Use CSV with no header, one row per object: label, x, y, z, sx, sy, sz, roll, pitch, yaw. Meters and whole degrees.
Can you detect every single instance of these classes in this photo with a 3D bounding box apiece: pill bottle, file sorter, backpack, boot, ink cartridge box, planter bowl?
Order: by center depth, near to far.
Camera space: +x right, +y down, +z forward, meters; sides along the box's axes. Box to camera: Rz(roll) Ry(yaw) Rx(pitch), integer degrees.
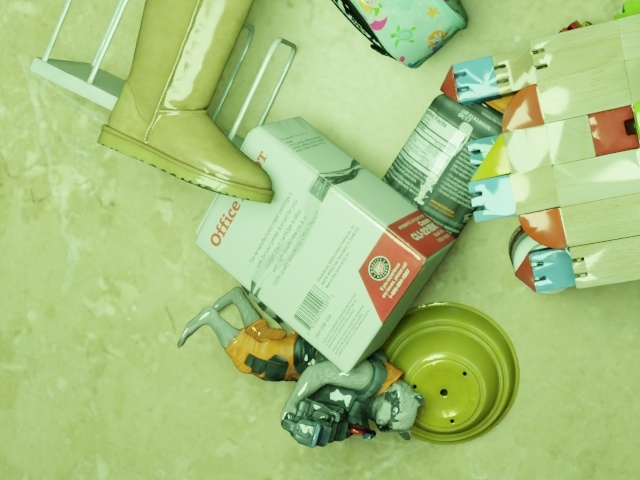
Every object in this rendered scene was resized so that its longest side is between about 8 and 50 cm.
boot,-0.123,-0.201,1.084,0.236,0.089,0.270,22,95,2
backpack,0.086,-0.346,1.151,0.191,0.225,0.254,-33,98,17
ink cartridge box,0.000,0.000,1.179,0.273,0.114,0.197,39,119,14
file sorter,-0.195,-0.240,1.223,0.277,0.193,0.173,26,100,2
pill bottle,0.296,0.023,1.223,0.086,0.152,0.086,1,101,7
pill bottle,0.173,-0.104,1.228,0.130,0.130,0.246,33,103,1
planter bowl,0.175,0.202,1.304,0.217,0.090,0.217,1,100,7

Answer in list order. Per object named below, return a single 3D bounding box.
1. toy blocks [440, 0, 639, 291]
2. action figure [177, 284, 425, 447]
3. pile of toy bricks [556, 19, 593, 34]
toy blocks,0.286,-0.089,1.077,0.260,0.190,0.382,-11,90,17
action figure,-0.014,0.163,1.217,0.330,0.341,0.179,27,86,3
pile of toy bricks,0.382,-0.204,1.209,0.105,0.118,0.212,-34,82,-26
